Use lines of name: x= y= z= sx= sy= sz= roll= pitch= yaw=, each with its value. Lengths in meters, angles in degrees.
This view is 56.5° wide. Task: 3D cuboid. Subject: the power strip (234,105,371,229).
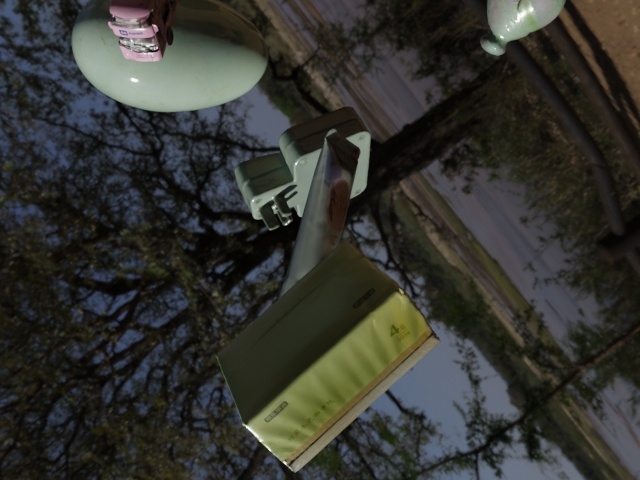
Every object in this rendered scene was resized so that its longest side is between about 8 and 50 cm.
power strip: x=-0.024 y=-0.121 z=1.191 sx=0.229 sy=0.261 sz=0.141 roll=89 pitch=156 yaw=-63

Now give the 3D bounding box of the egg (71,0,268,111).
egg: x=-0.274 y=-0.360 z=1.131 sx=0.370 sy=0.230 sz=0.230 roll=-6 pitch=-134 yaw=-32

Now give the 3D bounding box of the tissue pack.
tissue pack: x=0.004 y=0.130 z=0.727 sx=0.125 sy=0.234 sz=0.159 roll=51 pitch=177 yaw=-29

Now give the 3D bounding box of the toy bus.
toy bus: x=-0.224 y=-0.338 z=0.795 sx=0.090 sy=0.063 sz=0.203 roll=88 pitch=-172 yaw=-64

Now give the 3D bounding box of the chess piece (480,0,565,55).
chess piece: x=0.228 y=-0.286 z=0.519 sx=0.139 sy=0.272 sz=0.139 roll=26 pitch=-156 yaw=-13

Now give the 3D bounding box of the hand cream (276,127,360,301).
hand cream: x=0.000 y=0.000 z=0.952 sx=0.077 sy=0.341 sz=0.124 roll=15 pitch=178 yaw=28
